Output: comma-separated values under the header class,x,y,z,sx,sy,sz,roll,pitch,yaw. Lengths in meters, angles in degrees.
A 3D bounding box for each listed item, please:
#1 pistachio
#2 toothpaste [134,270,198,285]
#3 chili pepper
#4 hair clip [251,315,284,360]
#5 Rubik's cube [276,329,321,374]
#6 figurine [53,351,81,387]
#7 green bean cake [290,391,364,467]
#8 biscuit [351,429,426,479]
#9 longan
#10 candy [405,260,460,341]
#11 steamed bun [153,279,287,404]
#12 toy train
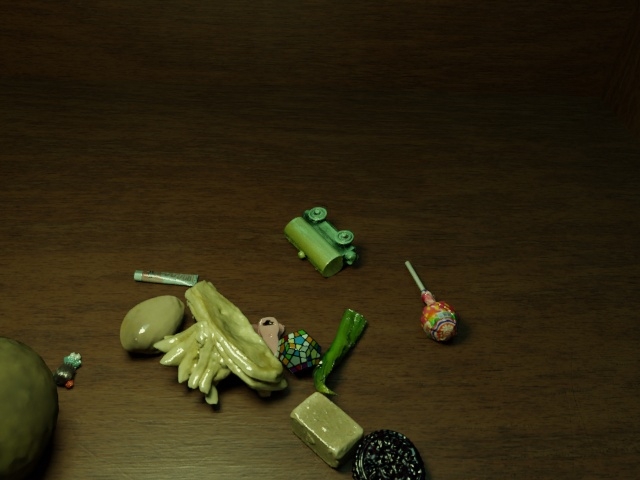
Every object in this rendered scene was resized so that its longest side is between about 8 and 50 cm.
class,x,y,z,sx,sy,sz,roll,pitch,yaw
pistachio,-0.496,0.252,1.638,0.126,0.152,0.223,-21,12,42
toothpaste,-0.518,0.127,1.852,0.205,0.036,0.056,5,39,-5
chili pepper,0.055,0.331,1.622,0.084,0.076,0.359,35,36,-1
hair clip,-0.158,0.307,1.681,0.123,0.102,0.138,-11,76,-14
Rubik's cube,-0.063,0.326,1.604,0.132,0.112,0.133,4,42,-3
figurine,-0.710,0.365,1.559,0.060,0.047,0.106,36,30,-18
green bean cake,0.015,0.494,1.441,0.179,0.085,0.109,33,46,28
biscuit,0.169,0.569,1.369,0.194,0.053,0.195,8,49,-9
longan,-0.804,0.404,1.255,0.390,0.391,0.391,2,41,-2
candy,0.347,0.183,1.816,0.124,0.124,0.365,-7,36,-12
steamed bun,-0.307,0.308,1.562,0.428,0.189,0.247,43,11,27
toy train,-0.002,-0.005,1.973,0.189,0.127,0.307,-23,49,-27
